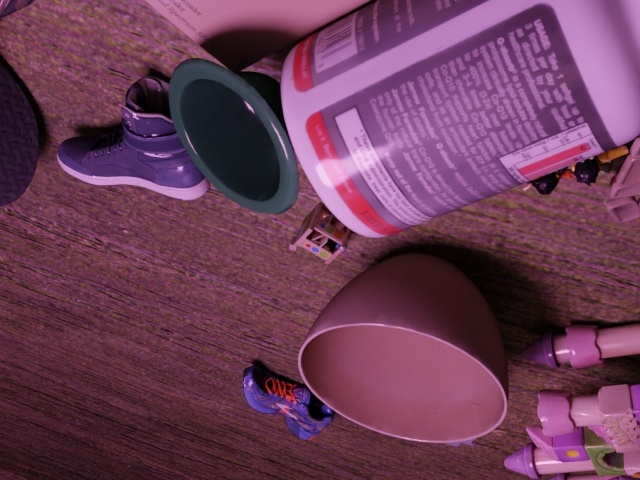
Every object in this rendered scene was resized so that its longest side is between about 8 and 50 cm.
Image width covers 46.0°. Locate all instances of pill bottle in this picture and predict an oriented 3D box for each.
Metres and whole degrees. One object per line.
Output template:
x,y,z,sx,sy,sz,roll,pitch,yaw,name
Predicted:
0.164,-0.155,0.675,0.363,0.210,0.210,-21,126,26,pill bottle

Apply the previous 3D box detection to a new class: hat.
-0.040,-0.148,0.793,0.208,0.183,0.173,22,139,39,hat

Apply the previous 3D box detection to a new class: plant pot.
0.132,0.129,1.065,0.284,0.191,0.284,13,141,11,plant pot

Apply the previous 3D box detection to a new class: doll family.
0.258,-0.090,0.814,0.193,0.111,0.076,-6,134,31,doll family

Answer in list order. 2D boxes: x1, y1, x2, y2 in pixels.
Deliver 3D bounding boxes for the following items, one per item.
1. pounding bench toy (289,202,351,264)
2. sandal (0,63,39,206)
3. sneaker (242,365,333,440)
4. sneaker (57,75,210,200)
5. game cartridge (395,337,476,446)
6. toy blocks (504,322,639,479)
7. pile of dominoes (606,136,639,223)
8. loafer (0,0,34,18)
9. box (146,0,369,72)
0.000,0.000,1.085,0.065,0.052,0.083,31,141,-12,pounding bench toy
-0.538,-0.239,0.998,0.107,0.167,0.446,24,151,51,sandal
-0.061,0.303,1.460,0.087,0.083,0.221,-34,123,31,sneaker
-0.264,-0.147,1.005,0.226,0.086,0.163,10,141,13,sneaker
0.190,0.251,1.293,0.198,0.062,0.297,16,141,13,game cartridge
0.378,0.313,1.072,0.260,0.309,0.288,-13,130,27,toy blocks
0.405,-0.085,0.736,0.251,0.040,0.196,-9,158,3,pile of dominoes
-0.333,-0.342,0.811,0.096,0.084,0.267,28,141,-7,loafer
-0.009,-0.289,0.677,0.311,0.121,0.148,-18,140,39,box
